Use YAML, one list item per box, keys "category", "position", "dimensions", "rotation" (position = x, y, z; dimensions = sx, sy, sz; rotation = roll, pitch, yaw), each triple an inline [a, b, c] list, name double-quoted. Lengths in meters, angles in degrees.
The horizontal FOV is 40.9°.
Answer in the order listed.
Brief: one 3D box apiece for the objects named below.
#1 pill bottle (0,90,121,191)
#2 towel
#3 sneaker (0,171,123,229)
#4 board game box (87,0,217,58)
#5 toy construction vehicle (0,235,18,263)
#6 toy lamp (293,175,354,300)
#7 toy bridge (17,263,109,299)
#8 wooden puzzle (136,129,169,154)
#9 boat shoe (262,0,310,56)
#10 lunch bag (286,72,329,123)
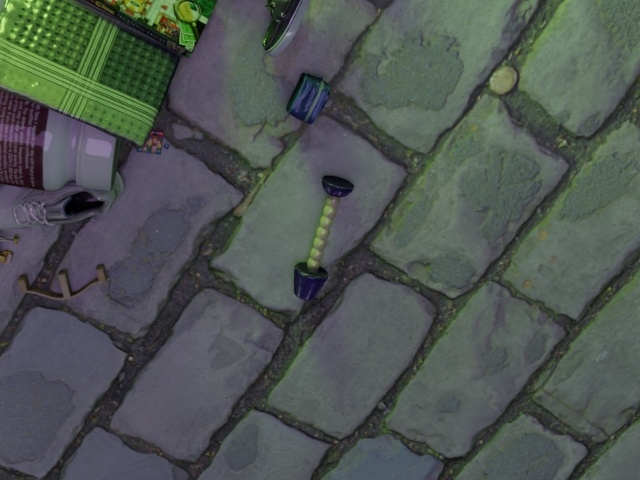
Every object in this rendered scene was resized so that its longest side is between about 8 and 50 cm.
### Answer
- category: "pill bottle"
  position: [-0.577, -0.214, 1.611]
  dimensions: [0.392, 0.224, 0.224]
  rotation: [9, 111, -10]
- category: "towel"
  position: [-0.425, -0.351, 1.564]
  dimensions: [0.324, 0.056, 0.312]
  rotation: [24, 64, -19]
- category: "sneaker"
  position: [-0.549, -0.079, 1.723]
  dimensions: [0.297, 0.129, 0.111]
  rotation: [-15, 117, 1]
- category: "board game box"
  position: [-0.333, -0.459, 1.598]
  dimensions: [0.259, 0.136, 0.030]
  rotation: [27, 151, -17]
- category: "toy construction vehicle"
  position: [-0.690, 0.011, 1.794]
  dimensions: [0.098, 0.035, 0.086]
  rotation: [21, 109, -15]
- category: "toy lamp"
  position: [0.000, 0.000, 1.850]
  dimensions: [0.080, 0.080, 0.275]
  rotation: [11, 111, -11]
- category: "toy bridge"
  position: [-0.550, 0.095, 1.852]
  dimensions: [0.188, 0.026, 0.063]
  rotation: [-7, 116, -4]
- category: "wooden puzzle"
  position: [-0.350, -0.202, 1.760]
  dimensions: [0.083, 0.006, 0.049]
  rotation: [7, 112, -10]
- category: "boat shoe"
  position: [-0.064, -0.456, 1.626]
  dimensions: [0.076, 0.080, 0.228]
  rotation: [18, 127, -26]
- category: "lunch bag"
  position: [-0.020, -0.288, 1.731]
  dimensions: [0.065, 0.067, 0.098]
  rotation: [23, 107, -16]
